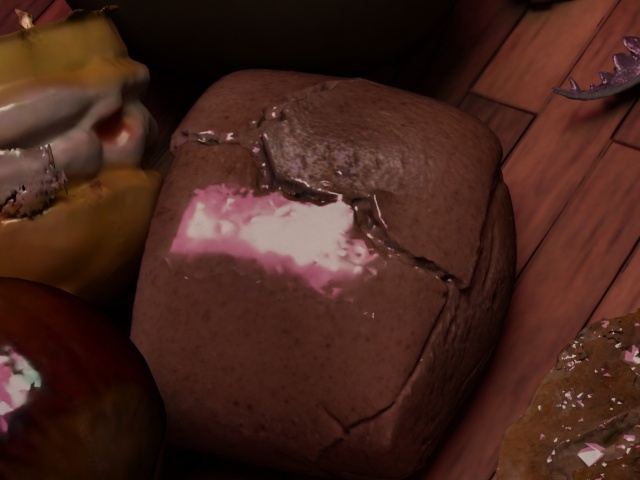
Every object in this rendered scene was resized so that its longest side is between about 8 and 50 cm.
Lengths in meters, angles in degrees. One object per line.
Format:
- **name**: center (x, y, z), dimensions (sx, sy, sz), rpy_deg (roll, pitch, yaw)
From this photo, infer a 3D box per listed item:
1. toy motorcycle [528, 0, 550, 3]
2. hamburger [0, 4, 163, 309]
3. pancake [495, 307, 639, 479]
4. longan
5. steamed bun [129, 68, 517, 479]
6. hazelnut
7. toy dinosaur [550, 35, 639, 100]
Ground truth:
- **toy motorcycle**: center (0.290, -0.308, 1.549), dimensions (0.410, 0.169, 0.237), rpy_deg (-4, 44, 15)
- **hamburger**: center (-0.230, -0.024, 1.362), dimensions (0.276, 0.276, 0.237), rpy_deg (-18, 94, -4)
- **pancake**: center (0.272, 0.170, 1.218), dimensions (0.356, 0.065, 0.356), rpy_deg (-4, 50, 5)
- **longan**: center (-0.048, -0.274, 1.465), dimensions (0.361, 0.361, 0.361), rpy_deg (-6, 50, 7)
- **steamed bun**: center (0.000, 0.000, 1.321), dimensions (0.251, 0.199, 0.301), rpy_deg (7, 52, 16)
- **hazelnut**: center (-0.203, 0.131, 1.207), dimensions (0.229, 0.229, 0.229), rpy_deg (-6, 50, 7)
- **toy dinosaur**: center (0.263, -0.136, 1.485), dimensions (0.209, 0.039, 0.082), rpy_deg (-17, 46, -18)
